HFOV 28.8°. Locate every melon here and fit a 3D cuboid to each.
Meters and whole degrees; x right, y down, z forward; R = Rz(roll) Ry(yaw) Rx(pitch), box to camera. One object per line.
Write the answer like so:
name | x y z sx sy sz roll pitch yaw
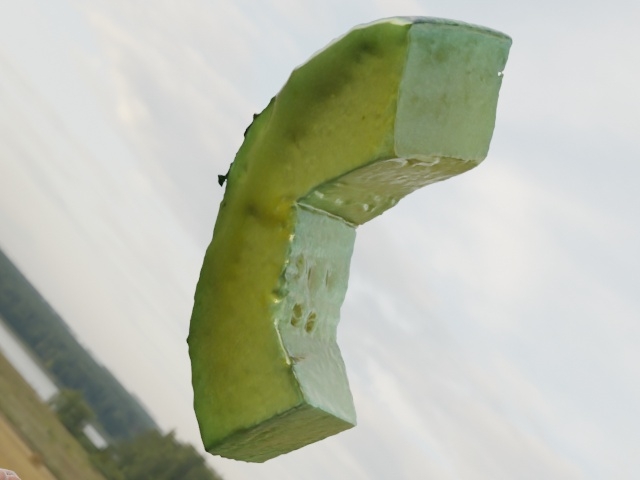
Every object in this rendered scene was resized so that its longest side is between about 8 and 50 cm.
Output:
melon | 0.000 0.000 0.538 0.064 0.209 0.118 17 -2 -43

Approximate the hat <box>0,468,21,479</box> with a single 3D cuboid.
hat | -0.290 0.372 0.862 0.285 0.400 0.285 33 13 -8
